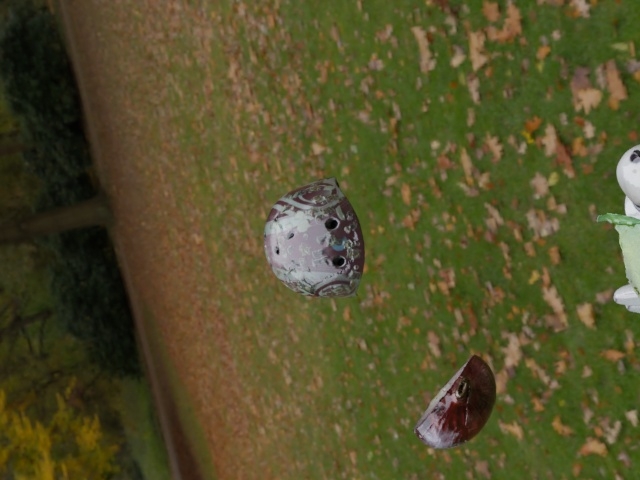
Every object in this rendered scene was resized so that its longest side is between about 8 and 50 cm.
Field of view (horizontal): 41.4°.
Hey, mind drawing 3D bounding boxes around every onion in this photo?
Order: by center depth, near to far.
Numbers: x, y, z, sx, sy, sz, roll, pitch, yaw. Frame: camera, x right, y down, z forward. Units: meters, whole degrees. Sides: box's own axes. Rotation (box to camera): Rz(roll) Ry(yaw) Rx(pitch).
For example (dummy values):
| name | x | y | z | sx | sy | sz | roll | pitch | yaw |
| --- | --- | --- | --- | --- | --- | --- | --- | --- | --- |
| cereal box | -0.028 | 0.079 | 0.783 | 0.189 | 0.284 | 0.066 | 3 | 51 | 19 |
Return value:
| name | x | y | z | sx | sy | sz | roll | pitch | yaw |
| --- | --- | --- | --- | --- | --- | --- | --- | --- | --- |
| onion | 0.265 | 0.305 | 1.558 | 0.098 | 0.206 | 0.151 | 41 | 155 | 6 |

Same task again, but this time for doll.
| name | x | y | z | sx | sy | sz | roll | pitch | yaw |
| --- | --- | --- | --- | --- | --- | --- | --- | --- | --- |
| doll | 0.521 | -0.023 | 1.317 | 0.143 | 0.208 | 0.272 | -6 | 81 | 44 |

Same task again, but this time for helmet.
| name | x | y | z | sx | sy | sz | roll | pitch | yaw |
| --- | --- | --- | --- | --- | --- | --- | --- | --- | --- |
| helmet | -0.016 | 0.002 | 1.065 | 0.177 | 0.107 | 0.153 | -172 | 73 | -80 |

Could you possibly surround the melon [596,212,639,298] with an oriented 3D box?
| name | x | y | z | sx | sy | sz | roll | pitch | yaw |
| --- | --- | --- | --- | --- | --- | --- | --- | --- | --- |
| melon | 0.402 | 0.067 | 0.938 | 0.262 | 0.114 | 0.053 | 55 | -158 | 17 |
